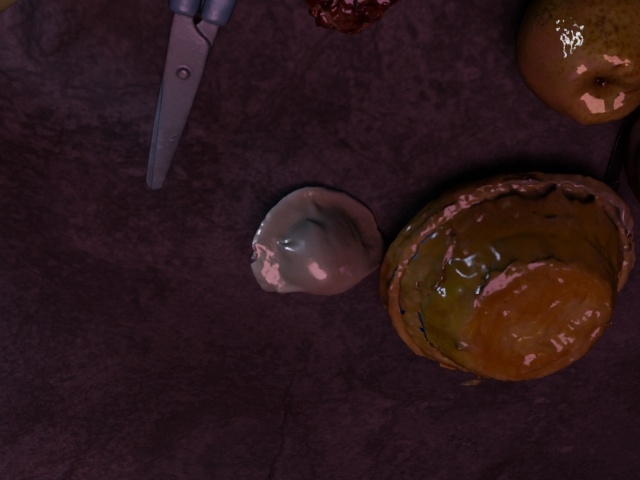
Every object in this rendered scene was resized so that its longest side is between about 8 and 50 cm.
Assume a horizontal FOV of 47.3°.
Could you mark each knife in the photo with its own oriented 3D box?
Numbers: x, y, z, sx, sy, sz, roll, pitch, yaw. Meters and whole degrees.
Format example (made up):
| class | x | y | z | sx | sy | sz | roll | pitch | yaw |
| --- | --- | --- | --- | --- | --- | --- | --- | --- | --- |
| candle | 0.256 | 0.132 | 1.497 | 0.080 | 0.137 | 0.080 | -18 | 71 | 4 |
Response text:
| class | x | y | z | sx | sy | sz | roll | pitch | yaw |
| --- | --- | --- | --- | --- | --- | --- | --- | --- | --- |
| knife | 0.410 | -0.093 | 1.021 | 0.023 | 0.010 | 0.170 | -8 | 129 | -5 |

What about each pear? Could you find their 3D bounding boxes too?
| class | x | y | z | sx | sy | sz | roll | pitch | yaw |
| --- | --- | --- | --- | --- | --- | --- | --- | --- | --- |
| pear | 0.303 | -0.213 | 0.809 | 0.178 | 0.178 | 0.178 | -2 | 131 | -2 |

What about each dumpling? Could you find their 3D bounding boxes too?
| class | x | y | z | sx | sy | sz | roll | pitch | yaw |
| --- | --- | --- | --- | --- | --- | --- | --- | --- | --- |
| dumpling | 0.000 | -0.001 | 1.018 | 0.111 | 0.181 | 0.155 | 3 | 113 | 40 |

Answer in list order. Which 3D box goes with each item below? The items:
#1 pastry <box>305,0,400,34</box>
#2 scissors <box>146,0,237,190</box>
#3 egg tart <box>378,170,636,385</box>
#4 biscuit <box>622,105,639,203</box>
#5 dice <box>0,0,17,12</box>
| class | x | y | z | sx | sy | sz | roll | pitch | yaw |
| --- | --- | --- | --- | --- | --- | --- | --- | --- | --- |
| pastry | 0.059 | -0.304 | 0.763 | 0.115 | 0.097 | 0.208 | 31 | 124 | -15 |
| scissors | -0.149 | -0.233 | 0.848 | 0.193 | 0.029 | 0.447 | 14 | 128 | -15 |
| egg tart | 0.280 | 0.075 | 1.049 | 0.388 | 0.169 | 0.387 | -5 | 128 | -6 |
| biscuit | 0.536 | -0.119 | 0.940 | 0.268 | 0.115 | 0.366 | -29 | 125 | 18 |
| dice | -0.314 | -0.339 | 0.602 | 0.250 | 0.252 | 0.254 | -23 | 126 | 14 |
